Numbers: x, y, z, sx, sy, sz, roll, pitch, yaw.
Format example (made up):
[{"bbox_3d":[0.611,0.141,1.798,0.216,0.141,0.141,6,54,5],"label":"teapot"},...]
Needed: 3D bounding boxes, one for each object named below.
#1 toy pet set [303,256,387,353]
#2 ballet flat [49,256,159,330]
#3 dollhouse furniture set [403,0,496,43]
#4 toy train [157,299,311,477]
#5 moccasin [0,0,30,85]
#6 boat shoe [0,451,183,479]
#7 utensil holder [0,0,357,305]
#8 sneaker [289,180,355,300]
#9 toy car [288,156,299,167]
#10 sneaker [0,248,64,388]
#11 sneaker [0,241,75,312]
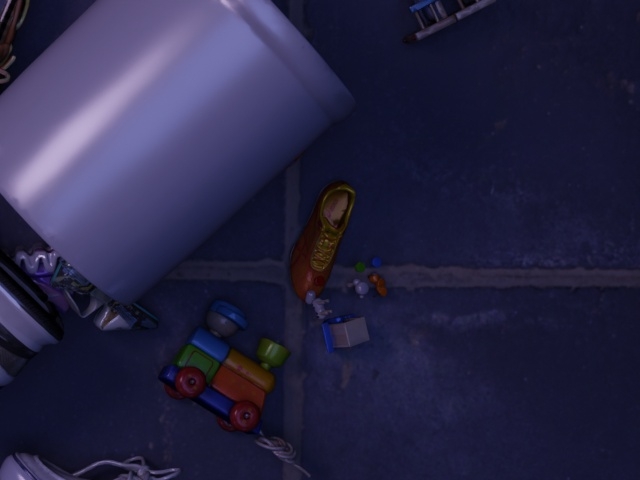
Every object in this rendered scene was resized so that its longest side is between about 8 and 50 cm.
[{"bbox_3d":[0.030,0.092,1.968,0.122,0.065,0.114,-15,95,-39],"label":"toy pet set"},{"bbox_3d":[-0.291,0.083,1.877,0.070,0.070,0.188,-48,130,-3],"label":"ballet flat"},{"bbox_3d":[0.160,-0.352,1.887,0.129,0.183,0.129,-28,98,-6],"label":"dollhouse furniture set"},{"bbox_3d":[-0.084,0.200,1.939,0.248,0.105,0.143,33,75,-10],"label":"toy train"},{"bbox_3d":[-0.452,-0.252,1.815,0.139,0.147,0.380,28,91,-10],"label":"moccasin"},{"bbox_3d":[-0.246,0.359,1.900,0.367,0.136,0.156,37,88,-13],"label":"boat shoe"},{"bbox_3d":[-0.202,-0.154,1.769,0.385,0.327,0.327,-44,99,0],"label":"utensil holder"},{"bbox_3d":[0.000,0.000,1.947,0.064,0.067,0.175,15,93,-11],"label":"sneaker"},{"bbox_3d":[-0.082,-0.133,1.949,0.122,0.060,0.040,22,135,6],"label":"toy car"},{"bbox_3d":[-0.554,0.037,1.725,0.257,0.169,0.447,-43,96,1],"label":"sneaker"},{"bbox_3d":[-0.429,0.063,1.875,0.236,0.095,0.104,-5,103,-10],"label":"sneaker"}]
